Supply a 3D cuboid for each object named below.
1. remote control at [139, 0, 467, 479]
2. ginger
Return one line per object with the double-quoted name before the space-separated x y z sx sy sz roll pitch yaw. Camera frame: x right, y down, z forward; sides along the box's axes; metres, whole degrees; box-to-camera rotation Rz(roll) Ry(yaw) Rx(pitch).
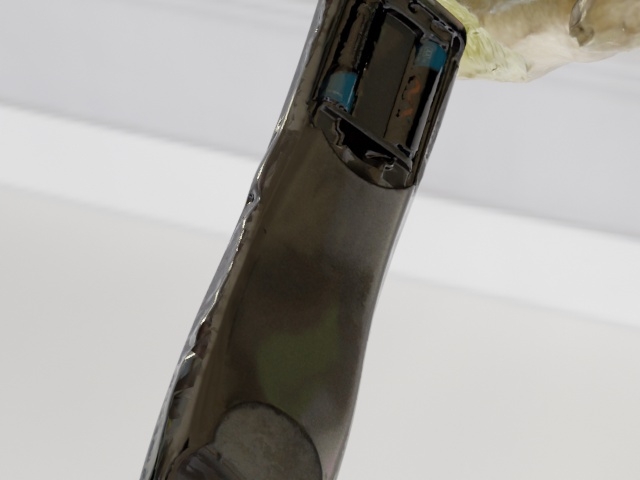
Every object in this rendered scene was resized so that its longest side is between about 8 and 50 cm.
"remote control" 0.000 0.000 0.516 0.059 0.028 0.212 36 -127 -26
"ginger" 0.092 -0.105 0.628 0.131 0.086 0.294 -26 -165 -18
